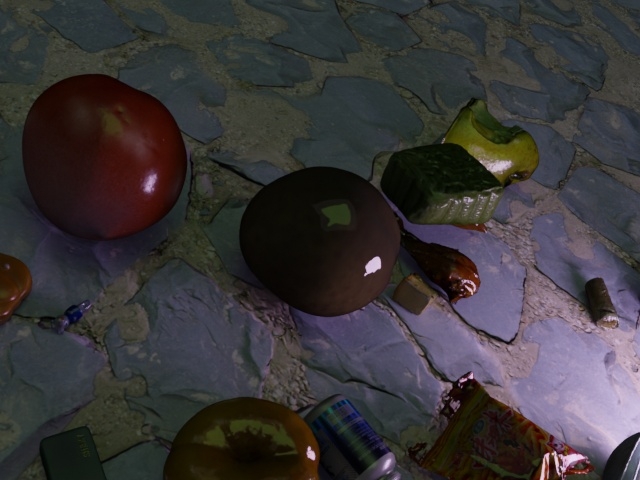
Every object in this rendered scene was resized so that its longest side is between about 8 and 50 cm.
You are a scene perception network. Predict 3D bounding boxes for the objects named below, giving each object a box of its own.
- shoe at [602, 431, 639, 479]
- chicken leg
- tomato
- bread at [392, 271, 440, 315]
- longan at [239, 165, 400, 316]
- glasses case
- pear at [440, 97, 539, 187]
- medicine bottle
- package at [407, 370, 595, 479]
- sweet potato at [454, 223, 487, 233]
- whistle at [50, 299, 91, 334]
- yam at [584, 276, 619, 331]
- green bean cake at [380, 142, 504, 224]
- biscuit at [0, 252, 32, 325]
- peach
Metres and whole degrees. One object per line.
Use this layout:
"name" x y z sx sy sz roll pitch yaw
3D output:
"shoe" 0.578 0.468 1.286 0.100 0.103 0.251 35 51 14
"chicken leg" 0.234 0.025 1.585 0.304 0.093 0.113 38 39 22
"tomato" -0.417 -0.149 1.345 0.322 0.321 0.321 11 45 -11
"bread" 0.223 0.102 1.511 0.084 0.080 0.109 39 49 13
"longan" 0.000 0.000 1.387 0.319 0.318 0.318 11 45 -11
"glasses case" -0.364 0.376 1.047 0.078 0.039 0.184 -12 53 -30
"pear" 0.460 -0.243 1.881 0.255 0.164 0.238 35 43 11
"medicine bottle" 0.056 0.363 1.175 0.107 0.107 0.191 -23 60 -37
"package" 0.325 0.398 1.254 0.288 0.108 0.223 32 50 21
"sweet potato" 0.297 -0.083 1.738 0.265 0.057 0.057 28 44 8
"whistle" -0.449 0.137 1.254 0.083 0.029 0.033 -42 109 -38
"yam" 0.673 0.151 1.661 0.054 0.054 0.132 12 44 -11
"green bean cake" 0.283 -0.132 1.654 0.248 0.124 0.222 -13 48 -28
"biscuit" -0.608 0.078 1.231 0.170 0.050 0.170 11 44 -11
"peach" -0.119 0.361 1.084 0.251 0.153 0.251 17 40 -14
